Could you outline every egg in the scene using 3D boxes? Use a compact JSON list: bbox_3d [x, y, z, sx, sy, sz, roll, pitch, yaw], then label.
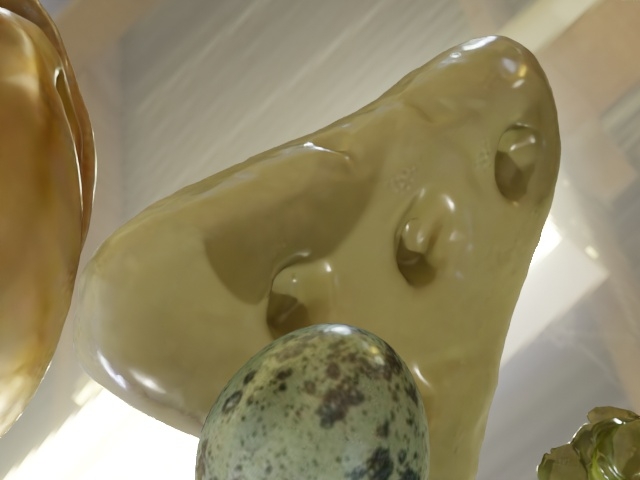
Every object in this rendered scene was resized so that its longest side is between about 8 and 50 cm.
[{"bbox_3d":[-0.002,0.121,0.977,0.132,0.132,0.172,-93,-162,-54],"label":"egg"}]

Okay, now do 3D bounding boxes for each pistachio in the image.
[{"bbox_3d":[-0.236,0.008,0.862,0.309,0.230,0.230,-54,-154,11],"label":"pistachio"}]

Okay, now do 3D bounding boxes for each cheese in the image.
[{"bbox_3d":[0.000,0.000,1.185,0.129,0.328,0.351,17,-89,59],"label":"cheese"}]

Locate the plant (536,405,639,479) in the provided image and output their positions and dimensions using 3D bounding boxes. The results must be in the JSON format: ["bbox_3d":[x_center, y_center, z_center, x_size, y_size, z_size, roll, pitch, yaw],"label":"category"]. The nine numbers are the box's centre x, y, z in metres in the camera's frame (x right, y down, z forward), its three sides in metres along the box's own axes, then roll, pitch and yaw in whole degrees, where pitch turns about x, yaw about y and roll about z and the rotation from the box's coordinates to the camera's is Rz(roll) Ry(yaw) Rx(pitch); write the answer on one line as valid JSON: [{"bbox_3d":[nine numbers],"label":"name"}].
[{"bbox_3d":[0.281,0.222,1.090,0.261,0.305,0.297,56,-31,37],"label":"plant"}]
